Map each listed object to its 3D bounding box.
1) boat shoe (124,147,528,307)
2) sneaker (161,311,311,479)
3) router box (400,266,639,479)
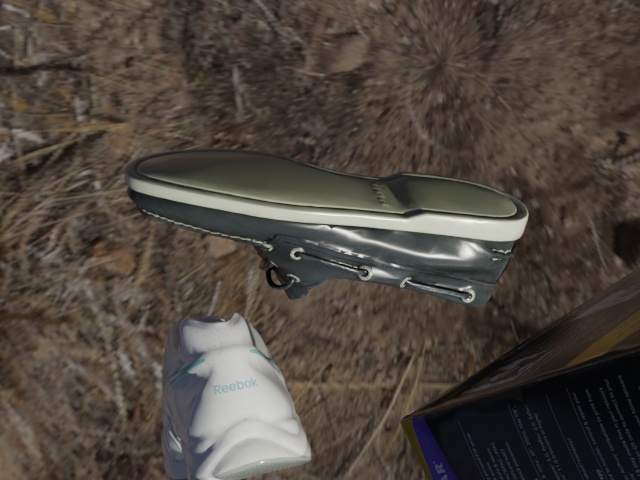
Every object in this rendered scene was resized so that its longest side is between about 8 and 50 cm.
[{"bbox_3d":[0.000,-0.002,1.176,0.340,0.127,0.113,4,115,-12],"label":"boat shoe"},{"bbox_3d":[-0.035,0.059,0.525,0.054,0.152,0.061,-13,83,-12],"label":"sneaker"},{"bbox_3d":[0.225,0.035,0.656,0.243,0.309,0.081,-26,90,50],"label":"router box"}]
